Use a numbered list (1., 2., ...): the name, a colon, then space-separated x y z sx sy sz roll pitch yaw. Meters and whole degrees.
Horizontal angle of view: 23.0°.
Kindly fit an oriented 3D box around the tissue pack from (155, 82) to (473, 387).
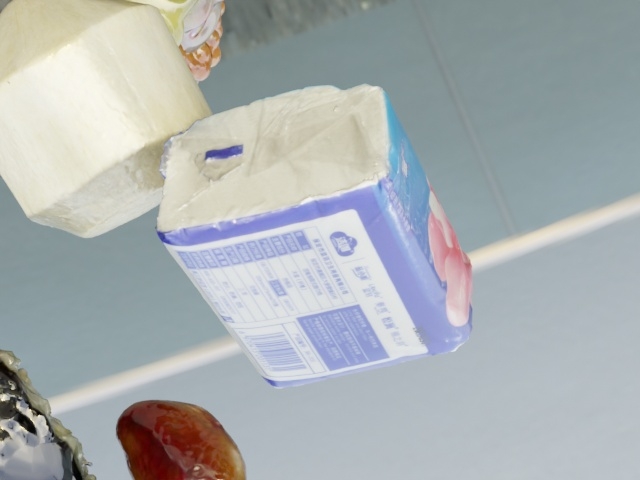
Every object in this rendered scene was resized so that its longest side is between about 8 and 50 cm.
1. tissue pack: 0.000 0.000 1.352 0.209 0.137 0.269 -15 143 13

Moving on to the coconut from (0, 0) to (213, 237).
1. coconut: -0.210 -0.123 1.409 0.202 0.222 0.202 -29 -179 1

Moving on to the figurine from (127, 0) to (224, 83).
1. figurine: -0.192 -0.330 1.741 0.205 0.224 0.381 13 136 -2

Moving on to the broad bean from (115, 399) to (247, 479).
1. broad bean: -0.140 0.227 1.599 0.114 0.165 0.084 -50 148 21

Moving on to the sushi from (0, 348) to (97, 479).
1. sushi: -0.395 0.239 1.552 0.285 0.328 0.328 -37 166 -17
